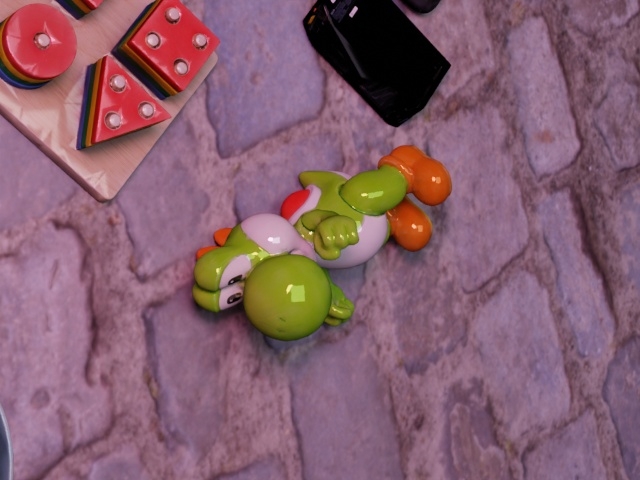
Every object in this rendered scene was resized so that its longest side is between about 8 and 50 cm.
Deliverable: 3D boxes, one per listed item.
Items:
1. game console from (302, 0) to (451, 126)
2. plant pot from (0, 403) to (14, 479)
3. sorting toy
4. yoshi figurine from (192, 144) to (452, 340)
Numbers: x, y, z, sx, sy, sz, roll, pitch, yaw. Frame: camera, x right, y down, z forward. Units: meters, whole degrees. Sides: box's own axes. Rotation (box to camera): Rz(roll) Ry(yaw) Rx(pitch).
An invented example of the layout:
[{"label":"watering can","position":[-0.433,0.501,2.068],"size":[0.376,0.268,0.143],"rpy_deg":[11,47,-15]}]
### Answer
[{"label":"game console","position":[0.134,-0.354,1.989],"size":[0.213,0.044,0.361],"rpy_deg":[45,63,-21]},{"label":"plant pot","position":[-0.486,0.230,1.386],"size":[0.293,0.235,0.293],"rpy_deg":[5,81,-31]},{"label":"sorting toy","position":[-0.269,-0.227,1.681],"size":[0.257,0.089,0.255],"rpy_deg":[44,63,-20]},{"label":"yoshi figurine","position":[0.015,0.023,1.770],"size":[0.362,0.203,0.203],"rpy_deg":[-26,104,-30]}]
